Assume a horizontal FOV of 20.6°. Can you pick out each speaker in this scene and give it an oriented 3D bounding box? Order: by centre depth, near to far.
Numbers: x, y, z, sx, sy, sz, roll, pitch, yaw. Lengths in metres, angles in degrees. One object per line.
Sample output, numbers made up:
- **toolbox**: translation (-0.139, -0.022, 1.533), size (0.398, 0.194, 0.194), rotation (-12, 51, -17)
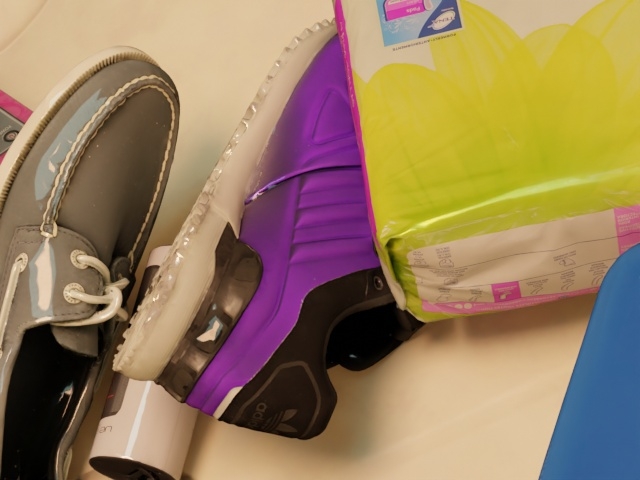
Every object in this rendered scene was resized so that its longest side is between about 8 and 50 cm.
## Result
- **speaker**: translation (-0.091, 0.074, 1.019), size (0.055, 0.055, 0.136), rotation (2, 64, 26)

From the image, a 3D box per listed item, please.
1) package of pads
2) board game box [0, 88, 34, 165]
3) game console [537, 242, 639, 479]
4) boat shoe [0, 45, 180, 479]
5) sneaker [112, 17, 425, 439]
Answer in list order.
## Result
- **package of pads**: translation (0.163, -0.088, 0.937), size (0.296, 0.101, 0.229), rotation (-12, 58, 5)
- **board game box**: translation (-0.309, -0.030, 1.118), size (0.224, 0.097, 0.303), rotation (-39, 52, -24)
- **game console**: translation (0.247, 0.148, 0.726), size (0.293, 0.173, 0.250), rotation (2, 60, 38)
- **boat shoe**: translation (-0.143, 0.046, 1.006), size (0.099, 0.116, 0.319), rotation (21, 86, 40)
- **sneaker**: translation (0.000, 0.001, 0.999), size (0.146, 0.102, 0.293), rotation (29, 48, -5)
